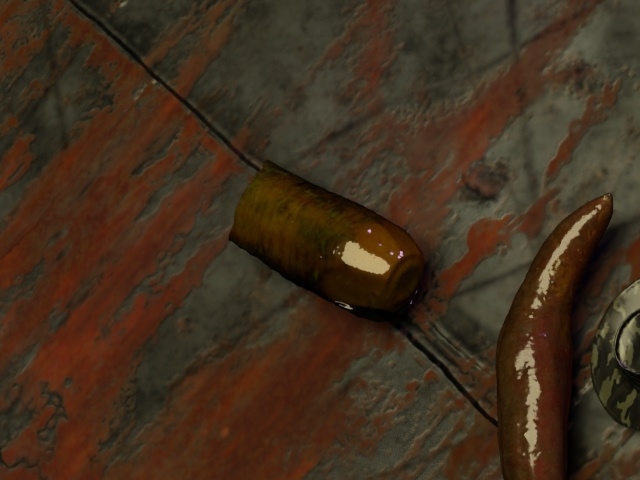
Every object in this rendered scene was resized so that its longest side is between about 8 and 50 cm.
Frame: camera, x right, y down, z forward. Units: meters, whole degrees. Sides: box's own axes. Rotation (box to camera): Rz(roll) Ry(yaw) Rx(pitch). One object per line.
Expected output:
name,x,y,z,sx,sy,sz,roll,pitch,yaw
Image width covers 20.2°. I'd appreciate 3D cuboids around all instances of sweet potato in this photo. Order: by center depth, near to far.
sweet potato,0.158,0.090,1.272,0.078,0.058,0.255,0,76,40

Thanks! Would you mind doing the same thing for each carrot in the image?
carrot,0.000,0.000,1.383,0.173,0.082,0.082,27,87,30

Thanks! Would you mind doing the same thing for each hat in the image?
hat,0.233,0.071,1.245,0.121,0.050,0.121,-11,65,25
